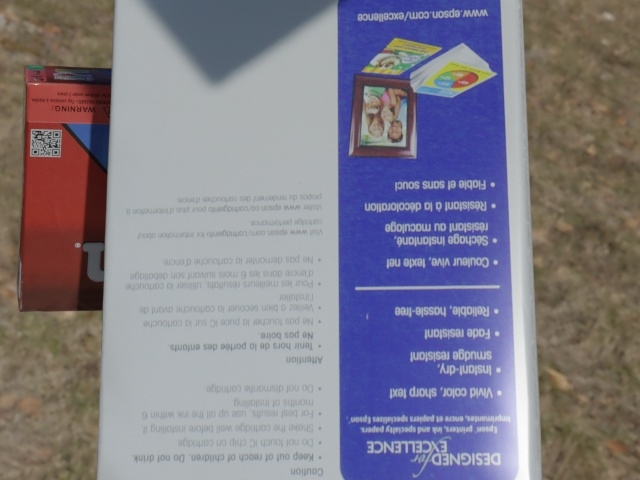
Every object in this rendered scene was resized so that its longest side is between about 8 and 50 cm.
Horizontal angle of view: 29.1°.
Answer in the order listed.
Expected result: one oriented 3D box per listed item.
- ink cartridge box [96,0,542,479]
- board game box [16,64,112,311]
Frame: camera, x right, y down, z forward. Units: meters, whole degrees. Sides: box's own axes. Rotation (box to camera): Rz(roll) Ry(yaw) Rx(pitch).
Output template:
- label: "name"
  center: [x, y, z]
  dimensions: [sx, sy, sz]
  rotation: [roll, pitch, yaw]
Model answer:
- label: "ink cartridge box"
  center: [0.000, 0.000, 0.488]
  dimensions: [0.165, 0.332, 0.065]
  rotation: [0, -15, 4]
- label: "board game box"
  center: [-0.029, -0.026, 0.711]
  dimensions: [0.281, 0.145, 0.027]
  rotation: [-1, 33, -17]
